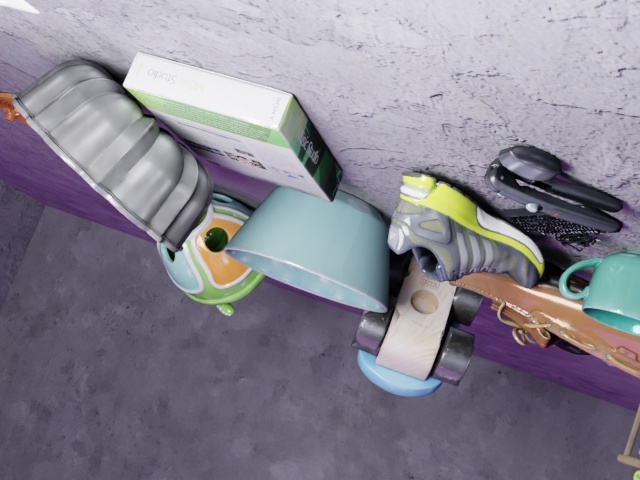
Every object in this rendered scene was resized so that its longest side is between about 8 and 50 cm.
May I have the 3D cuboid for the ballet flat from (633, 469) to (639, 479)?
[{"bbox_3d":[0.650,0.473,1.687,0.231,0.077,0.077,31,-172,-36],"label":"ballet flat"}]

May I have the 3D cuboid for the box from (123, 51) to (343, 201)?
[{"bbox_3d":[-0.111,-0.154,1.312,0.232,0.059,0.322,18,172,17],"label":"box"}]

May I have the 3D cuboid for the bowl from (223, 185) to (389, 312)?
[{"bbox_3d":[0.000,0.000,1.629,0.311,0.163,0.311,20,172,3],"label":"bowl"}]

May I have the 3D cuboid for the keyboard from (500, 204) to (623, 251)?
[{"bbox_3d":[0.326,-0.012,1.229,0.100,0.038,0.192,24,171,-20],"label":"keyboard"}]

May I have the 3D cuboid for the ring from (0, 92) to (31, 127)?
[{"bbox_3d":[-0.526,-0.221,1.925,0.336,0.032,0.336,20,172,3],"label":"ring"}]

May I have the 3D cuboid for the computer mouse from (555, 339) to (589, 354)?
[{"bbox_3d":[0.582,0.187,1.785,0.184,0.060,0.262,27,158,-12],"label":"computer mouse"}]

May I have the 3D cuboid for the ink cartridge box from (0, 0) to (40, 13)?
[{"bbox_3d":[-0.362,-0.309,0.911,0.115,0.067,0.198,18,169,19],"label":"ink cartridge box"}]

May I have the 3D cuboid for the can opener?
[{"bbox_3d":[0.270,-0.051,1.048,0.186,0.059,0.073,24,170,-20],"label":"can opener"}]

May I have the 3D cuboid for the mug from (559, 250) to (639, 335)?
[{"bbox_3d":[0.430,0.067,1.267,0.157,0.097,0.129,25,171,-23],"label":"mug"}]

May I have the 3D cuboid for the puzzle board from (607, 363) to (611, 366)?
[{"bbox_3d":[0.572,0.218,1.769,0.096,0.011,0.128,-3,147,48],"label":"puzzle board"}]

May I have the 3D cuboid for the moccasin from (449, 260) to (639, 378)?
[{"bbox_3d":[0.374,0.119,1.458,0.380,0.147,0.139,19,-161,27],"label":"moccasin"}]

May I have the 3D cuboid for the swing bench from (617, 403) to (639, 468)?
[{"bbox_3d":[0.733,0.345,1.741,0.165,0.253,0.254,22,171,-9],"label":"swing bench"}]

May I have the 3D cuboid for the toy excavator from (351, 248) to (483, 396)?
[{"bbox_3d":[0.190,0.180,1.970,0.222,0.433,0.445,20,143,3],"label":"toy excavator"}]

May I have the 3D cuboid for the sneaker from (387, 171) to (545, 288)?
[{"bbox_3d":[0.205,0.010,1.320,0.300,0.121,0.111,28,180,-32],"label":"sneaker"}]

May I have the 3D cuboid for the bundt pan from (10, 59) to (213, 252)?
[{"bbox_3d":[-0.285,-0.137,1.341,0.331,0.124,0.331,44,180,0],"label":"bundt pan"}]

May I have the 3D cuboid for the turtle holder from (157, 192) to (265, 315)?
[{"bbox_3d":[-0.251,-0.013,2.043,0.227,0.243,0.320,52,-169,-46],"label":"turtle holder"}]
